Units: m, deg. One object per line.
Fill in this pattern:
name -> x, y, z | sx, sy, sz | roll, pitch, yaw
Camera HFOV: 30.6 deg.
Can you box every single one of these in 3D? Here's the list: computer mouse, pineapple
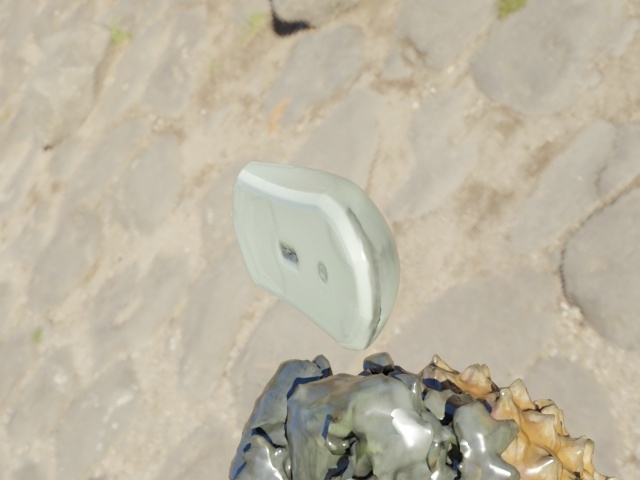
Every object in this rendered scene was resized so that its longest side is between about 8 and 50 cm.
computer mouse -> 0.000, 0.000, 0.421 | 0.032, 0.056, 0.110 | -17, 22, -25
pineapple -> 0.053, 0.157, 0.721 | 0.223, 0.357, 0.223 | -12, 60, 22
